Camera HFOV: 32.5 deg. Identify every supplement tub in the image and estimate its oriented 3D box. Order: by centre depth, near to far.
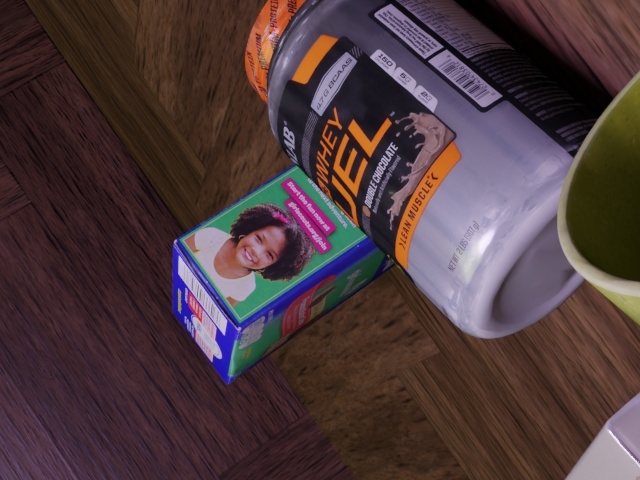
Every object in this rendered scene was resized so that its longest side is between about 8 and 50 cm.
[{"bbox_3d":[0.094,-0.094,0.959,0.338,0.207,0.207,46,160,30],"label":"supplement tub"}]

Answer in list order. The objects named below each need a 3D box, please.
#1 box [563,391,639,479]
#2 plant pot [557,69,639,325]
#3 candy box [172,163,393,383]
[{"bbox_3d":[0.320,0.227,1.034,0.121,0.148,0.311,49,163,22],"label":"box"},{"bbox_3d":[0.316,0.024,0.545,0.293,0.275,0.275,47,166,-18],"label":"plant pot"},{"bbox_3d":[0.000,0.000,1.197,0.122,0.317,0.268,52,163,10],"label":"candy box"}]
